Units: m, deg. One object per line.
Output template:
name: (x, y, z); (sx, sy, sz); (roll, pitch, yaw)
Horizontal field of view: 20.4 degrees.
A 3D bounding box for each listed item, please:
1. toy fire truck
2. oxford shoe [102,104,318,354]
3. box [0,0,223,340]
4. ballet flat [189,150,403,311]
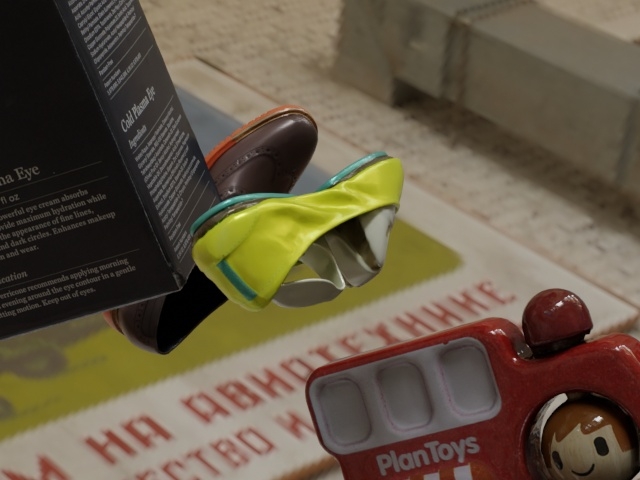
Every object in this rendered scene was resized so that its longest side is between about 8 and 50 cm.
toy fire truck: (0.146, 0.173, 1.280); (0.169, 0.302, 0.254); (-18, -91, -58)
oxford shoe: (-0.082, -0.005, 1.642); (0.271, 0.098, 0.097); (-52, -50, -3)
box: (-0.302, -0.087, 1.469); (0.179, 0.343, 0.312); (-70, -38, -64)
ballet flat: (0.000, 0.000, 1.150); (0.077, 0.077, 0.231); (-42, -12, 30)
